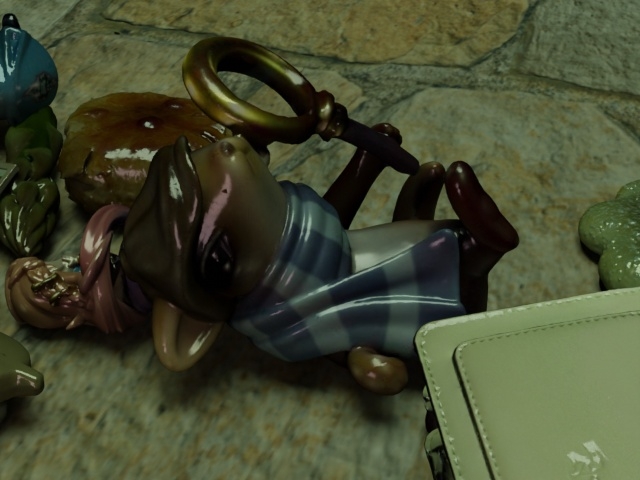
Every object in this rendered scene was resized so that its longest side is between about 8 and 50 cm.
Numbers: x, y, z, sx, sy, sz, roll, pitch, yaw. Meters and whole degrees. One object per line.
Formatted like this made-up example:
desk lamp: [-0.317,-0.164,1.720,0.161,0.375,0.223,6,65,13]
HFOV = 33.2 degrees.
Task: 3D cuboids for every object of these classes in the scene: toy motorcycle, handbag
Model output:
toy motorcycle: [-0.465,-0.223,1.351,0.232,0.172,0.416,-7,26,-21]
handbag: [0.210,0.203,0.670,0.236,0.160,0.359,-13,43,0]

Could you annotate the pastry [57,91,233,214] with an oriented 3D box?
pastry: [-0.193,-0.098,1.200,0.218,0.100,0.229,25,40,32]

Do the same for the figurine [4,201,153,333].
figurine: [-0.218,0.042,0.997,0.157,0.126,0.114,-26,61,-1]

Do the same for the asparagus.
asparagus: [-0.322,-0.061,1.172,0.080,0.080,0.287,-7,36,-11]

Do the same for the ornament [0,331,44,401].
ornament: [-0.353,0.078,0.949,0.244,0.061,0.230,4,24,-3]

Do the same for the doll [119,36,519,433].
doll: [0.002,-0.002,0.937,0.339,0.209,0.318,11,57,-11]

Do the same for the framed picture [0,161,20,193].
framed picture: [-0.395,-0.044,1.134,0.149,0.011,0.109,9,57,36]

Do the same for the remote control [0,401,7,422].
remote control: [-0.398,0.132,0.925,0.261,0.029,0.067,10,35,15]

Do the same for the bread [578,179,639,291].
bread: [0.372,0.019,1.073,0.207,0.056,0.286,-16,36,-25]
